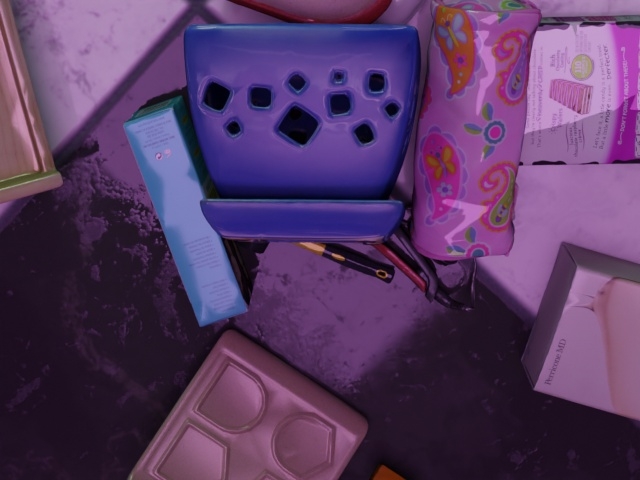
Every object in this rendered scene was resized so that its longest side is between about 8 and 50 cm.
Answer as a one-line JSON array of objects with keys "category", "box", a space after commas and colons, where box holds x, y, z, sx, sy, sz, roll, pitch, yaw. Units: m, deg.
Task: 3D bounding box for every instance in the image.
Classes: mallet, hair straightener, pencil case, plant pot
[{"category": "mallet", "box": [0.000, 0.000, 1.514, 0.189, 0.039, 0.062, 14, 102, -7]}, {"category": "hair straightener", "box": [0.104, -0.009, 1.497, 0.230, 0.047, 0.089, 45, 100, -4]}, {"category": "pencil case", "box": [0.162, -0.117, 1.370, 0.124, 0.124, 0.284, 4, 108, 0]}, {"category": "plant pot", "box": [-0.014, -0.102, 1.360, 0.236, 0.236, 0.212, 1, 90, 3]}]

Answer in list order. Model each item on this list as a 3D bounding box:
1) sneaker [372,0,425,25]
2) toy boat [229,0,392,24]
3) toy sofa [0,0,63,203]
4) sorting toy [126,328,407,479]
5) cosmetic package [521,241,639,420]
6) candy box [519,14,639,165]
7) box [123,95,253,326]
[{"category": "sneaker", "box": [0.098, -0.361, 1.373, 0.106, 0.123, 0.290, 15, 105, -4]}, {"category": "toy boat", "box": [-0.021, -0.286, 1.390, 0.231, 0.151, 0.151, 25, 73, 28]}, {"category": "toy sofa", "box": [-0.409, -0.213, 1.424, 0.150, 0.177, 0.363, -18, 104, -20]}, {"category": "sorting toy", "box": [-0.046, 0.279, 1.545, 0.307, 0.041, 0.229, 35, 77, -7]}, {"category": "cosmetic package", "box": [0.406, 0.127, 1.495, 0.309, 0.113, 0.160, 15, 104, -4]}, {"category": "candy box", "box": [0.294, -0.167, 1.443, 0.233, 0.071, 0.159, 0, 105, 1]}, {"category": "box", "box": [-0.146, -0.034, 1.471, 0.060, 0.100, 0.244, -18, 104, 5]}]
